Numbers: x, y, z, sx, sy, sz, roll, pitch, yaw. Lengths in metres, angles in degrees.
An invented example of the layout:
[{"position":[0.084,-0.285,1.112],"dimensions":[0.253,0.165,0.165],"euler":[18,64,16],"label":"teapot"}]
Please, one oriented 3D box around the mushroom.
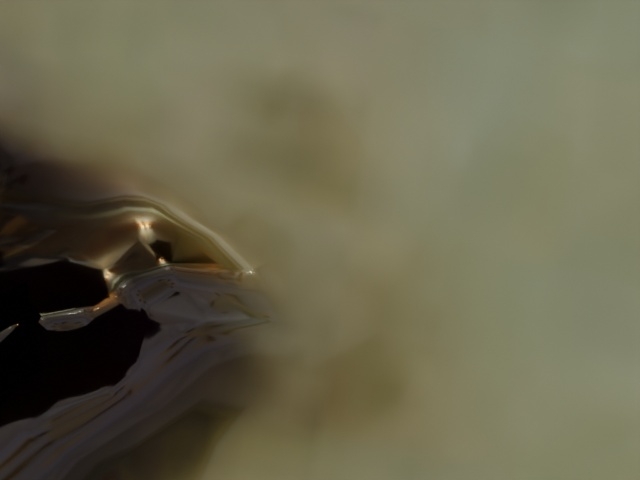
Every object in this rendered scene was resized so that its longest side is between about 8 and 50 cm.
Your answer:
[{"position":[-0.021,-0.012,0.373],"dimensions":[0.212,0.292,0.217],"euler":[36,115,60],"label":"mushroom"}]
